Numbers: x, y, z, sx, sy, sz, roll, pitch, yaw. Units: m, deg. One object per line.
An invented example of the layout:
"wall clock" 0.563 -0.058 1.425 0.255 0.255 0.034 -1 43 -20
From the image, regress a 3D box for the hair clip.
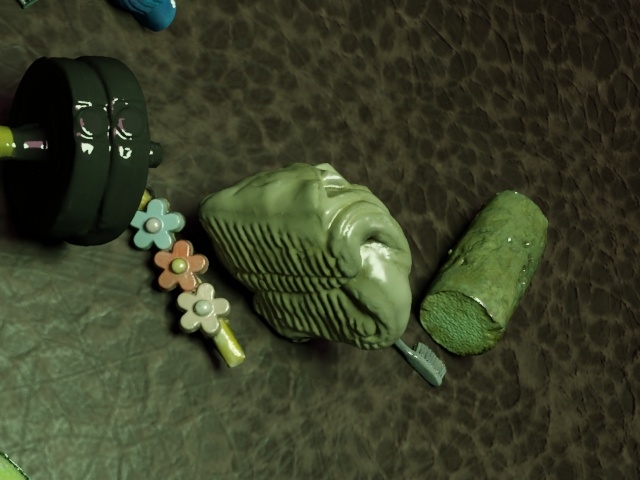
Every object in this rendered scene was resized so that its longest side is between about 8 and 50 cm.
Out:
"hair clip" -0.139 0.037 1.254 0.062 0.056 0.214 -31 93 -7

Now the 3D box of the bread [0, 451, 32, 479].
"bread" -0.343 0.290 1.011 0.301 0.045 0.301 14 65 -33

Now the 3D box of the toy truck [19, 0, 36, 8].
"toy truck" -0.325 -0.284 1.229 0.115 0.080 0.178 55 48 -19

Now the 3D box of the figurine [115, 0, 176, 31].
"figurine" -0.166 -0.294 1.352 0.086 0.087 0.149 29 47 22

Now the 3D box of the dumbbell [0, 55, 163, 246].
"dumbbell" -0.315 -0.089 1.090 0.388 0.185 0.185 1 72 -36

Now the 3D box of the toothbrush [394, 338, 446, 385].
"toothbrush" 0.035 0.050 1.396 0.321 0.023 0.031 46 45 -14

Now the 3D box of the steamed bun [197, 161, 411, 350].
"steamed bun" 0.001 0.002 1.281 0.144 0.218 0.211 -58 135 -37

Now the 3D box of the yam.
"yam" 0.202 0.035 1.471 0.107 0.107 0.194 46 51 -13
